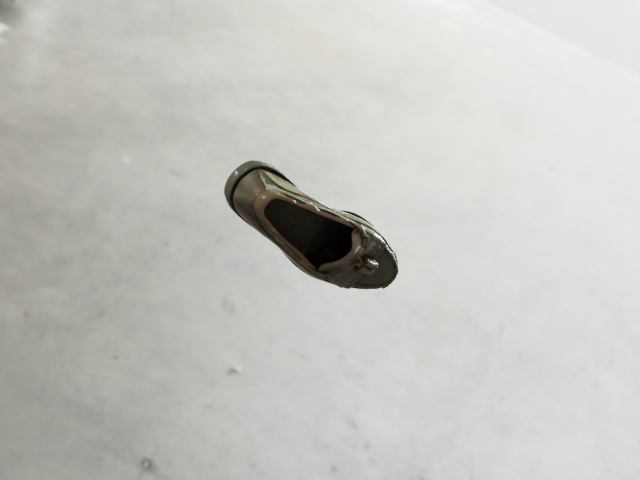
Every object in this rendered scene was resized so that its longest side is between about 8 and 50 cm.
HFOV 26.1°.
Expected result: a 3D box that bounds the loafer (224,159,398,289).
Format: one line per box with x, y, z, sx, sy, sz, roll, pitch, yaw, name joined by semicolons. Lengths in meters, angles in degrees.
0.000;0.000;0.764;0.125;0.045;0.039;32;7;-35;loafer
